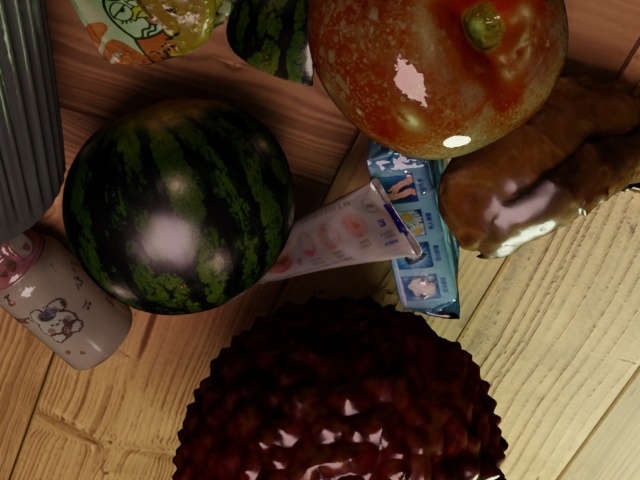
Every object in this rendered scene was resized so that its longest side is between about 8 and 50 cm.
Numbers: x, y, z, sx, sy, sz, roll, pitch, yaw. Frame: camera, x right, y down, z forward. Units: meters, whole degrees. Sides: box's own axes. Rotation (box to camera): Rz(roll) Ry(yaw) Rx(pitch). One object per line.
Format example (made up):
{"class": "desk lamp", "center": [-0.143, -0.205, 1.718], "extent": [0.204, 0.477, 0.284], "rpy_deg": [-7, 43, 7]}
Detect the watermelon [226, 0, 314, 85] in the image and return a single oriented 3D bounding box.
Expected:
{"class": "watermelon", "center": [-0.034, -0.221, 1.635], "extent": [0.125, 0.135, 0.094], "rpy_deg": [-35, 158, 25]}

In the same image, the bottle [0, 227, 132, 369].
{"class": "bottle", "center": [-0.349, 0.057, 1.871], "extent": [0.110, 0.110, 0.233], "rpy_deg": [-27, 125, 23]}

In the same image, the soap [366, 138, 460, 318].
{"class": "soap", "center": [0.109, -0.055, 1.725], "extent": [0.077, 0.156, 0.293], "rpy_deg": [-6, 130, 11]}

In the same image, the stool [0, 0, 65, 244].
{"class": "stool", "center": [-0.420, -0.175, 1.560], "extent": [0.297, 0.297, 0.330], "rpy_deg": [-1, 136, 3]}

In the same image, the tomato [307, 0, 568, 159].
{"class": "tomato", "center": [0.111, -0.219, 1.529], "extent": [0.270, 0.270, 0.223], "rpy_deg": [44, 164, -30]}

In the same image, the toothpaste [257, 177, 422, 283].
{"class": "toothpaste", "center": [0.000, 0.000, 1.741], "extent": [0.323, 0.066, 0.100], "rpy_deg": [-16, 108, 56]}

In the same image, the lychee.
{"class": "lychee", "center": [0.021, 0.278, 1.861], "extent": [0.425, 0.424, 0.500], "rpy_deg": [18, 163, -13]}

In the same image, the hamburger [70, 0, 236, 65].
{"class": "hamburger", "center": [-0.168, -0.289, 1.547], "extent": [0.235, 0.125, 0.214], "rpy_deg": [1, 143, 20]}

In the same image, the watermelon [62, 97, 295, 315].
{"class": "watermelon", "center": [-0.161, -0.038, 1.694], "extent": [0.269, 0.269, 0.269], "rpy_deg": [1, 131, 1]}

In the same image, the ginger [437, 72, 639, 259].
{"class": "ginger", "center": [0.274, -0.097, 1.648], "extent": [0.321, 0.165, 0.172], "rpy_deg": [-19, 118, -22]}
